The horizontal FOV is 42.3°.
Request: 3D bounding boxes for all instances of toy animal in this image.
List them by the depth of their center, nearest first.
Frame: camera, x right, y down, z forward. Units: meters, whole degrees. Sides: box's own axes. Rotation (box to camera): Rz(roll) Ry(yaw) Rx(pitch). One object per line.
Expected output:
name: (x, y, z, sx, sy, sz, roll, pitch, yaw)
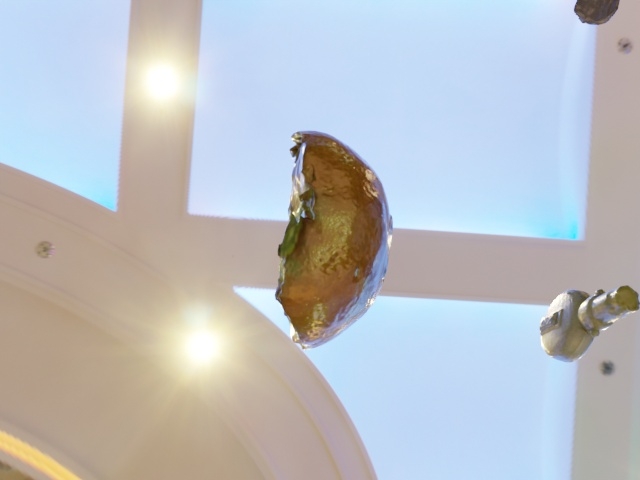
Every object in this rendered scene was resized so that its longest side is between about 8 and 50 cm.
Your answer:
toy animal: (0.410, -0.432, 1.085, 0.367, 0.081, 0.205, -42, -52, -45)

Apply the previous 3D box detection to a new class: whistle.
whistle: (0.359, 0.104, 1.125, 0.057, 0.198, 0.104, 20, -113, -5)

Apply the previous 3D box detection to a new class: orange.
orange: (0.010, 0.000, 1.268, 0.196, 0.262, 0.334, 7, -113, 13)
